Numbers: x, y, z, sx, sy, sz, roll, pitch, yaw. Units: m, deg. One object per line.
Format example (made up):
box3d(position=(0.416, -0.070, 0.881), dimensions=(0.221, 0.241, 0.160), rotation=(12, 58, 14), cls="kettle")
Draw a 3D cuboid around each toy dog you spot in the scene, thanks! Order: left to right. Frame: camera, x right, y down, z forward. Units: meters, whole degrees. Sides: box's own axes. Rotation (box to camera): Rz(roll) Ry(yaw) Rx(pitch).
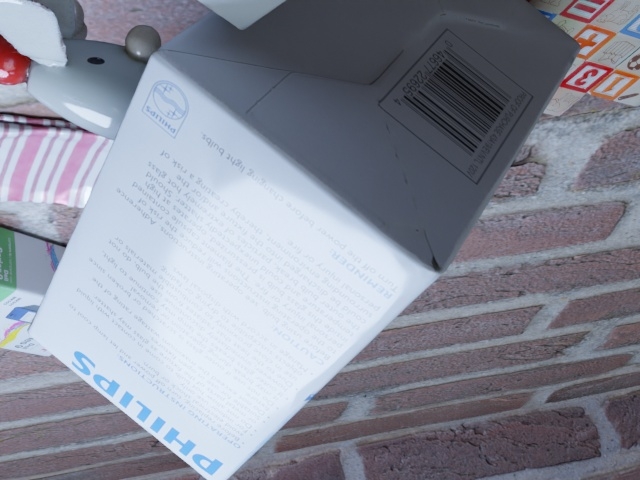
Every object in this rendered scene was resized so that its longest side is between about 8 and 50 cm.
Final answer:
box3d(position=(-0.247, -0.200, 0.606), dimensions=(0.333, 0.220, 0.161), rotation=(9, 130, -43), cls="toy dog")

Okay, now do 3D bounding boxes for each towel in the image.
box3d(position=(-0.306, -0.082, 0.988), dimensions=(0.197, 0.029, 0.144), rotation=(3, 149, -28), cls="towel")

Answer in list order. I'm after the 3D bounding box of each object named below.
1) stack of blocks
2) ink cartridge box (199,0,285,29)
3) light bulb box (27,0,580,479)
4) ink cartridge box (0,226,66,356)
box3d(position=(0.276, -0.214, 0.924), dimensions=(0.297, 0.087, 0.171), rotation=(5, 148, -32), cls="stack of blocks")
box3d(position=(0.012, -0.300, 0.489), dimensions=(0.307, 0.223, 0.129), rotation=(-28, 149, 28), cls="ink cartridge box")
box3d(position=(-0.017, -0.043, 0.766), dimensions=(0.358, 0.225, 0.361), rotation=(-50, 179, -44), cls="light bulb box")
box3d(position=(-0.397, 0.070, 1.172), dimensions=(0.154, 0.093, 0.212), rotation=(-28, 151, 27), cls="ink cartridge box")
